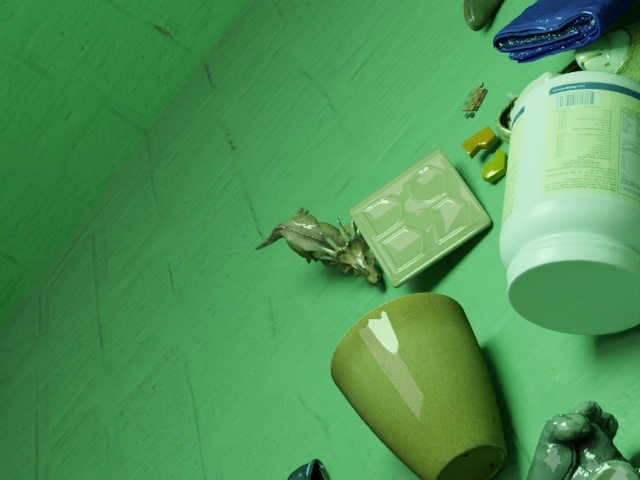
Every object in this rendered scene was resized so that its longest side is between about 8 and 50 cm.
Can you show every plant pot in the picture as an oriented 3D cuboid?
[{"bbox_3d":[0.169,0.250,1.625,0.237,0.237,0.254,-48,44,20],"label":"plant pot"}]

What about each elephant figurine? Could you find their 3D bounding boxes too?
[{"bbox_3d":[0.373,0.312,1.295,0.239,0.169,0.186,37,124,47],"label":"elephant figurine"}]

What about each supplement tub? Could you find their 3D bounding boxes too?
[{"bbox_3d":[0.380,-0.053,1.539,0.235,0.235,0.324,-27,41,45],"label":"supplement tub"}]

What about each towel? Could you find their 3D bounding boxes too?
[{"bbox_3d":[0.463,-0.405,1.821,0.308,0.076,0.228,-41,22,-31],"label":"towel"}]

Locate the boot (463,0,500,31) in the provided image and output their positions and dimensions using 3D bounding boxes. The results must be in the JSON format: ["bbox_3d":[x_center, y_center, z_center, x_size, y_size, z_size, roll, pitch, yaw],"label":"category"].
[{"bbox_3d":[0.367,-0.534,2.205,0.106,0.082,0.219,-14,49,57],"label":"boot"}]

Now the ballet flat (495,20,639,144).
[{"bbox_3d":[0.435,-0.267,1.793,0.348,0.123,0.123,-38,34,33],"label":"ballet flat"}]

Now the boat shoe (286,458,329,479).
[{"bbox_3d":[-0.005,0.451,1.807,0.089,0.109,0.258,-51,31,7],"label":"boat shoe"}]

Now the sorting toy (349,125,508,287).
[{"bbox_3d":[0.221,-0.068,1.969,0.307,0.041,0.229,-35,48,7],"label":"sorting toy"}]

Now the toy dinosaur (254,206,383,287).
[{"bbox_3d":[0.000,0.000,2.128,0.200,0.296,0.127,-16,-65,-75],"label":"toy dinosaur"}]

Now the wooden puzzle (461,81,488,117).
[{"bbox_3d":[0.305,-0.279,2.131,0.083,0.006,0.049,-62,28,-6],"label":"wooden puzzle"}]
